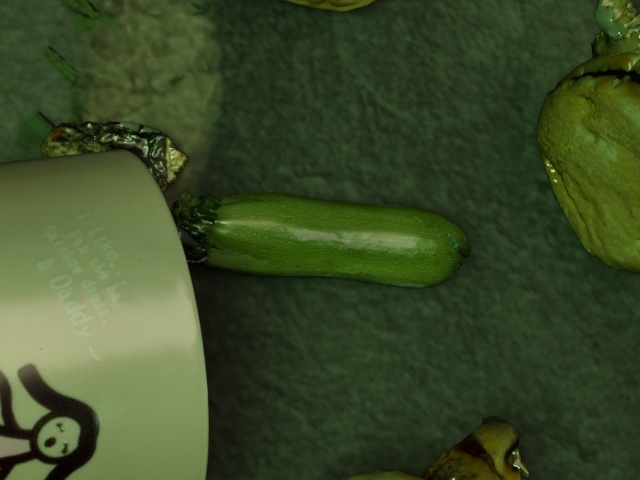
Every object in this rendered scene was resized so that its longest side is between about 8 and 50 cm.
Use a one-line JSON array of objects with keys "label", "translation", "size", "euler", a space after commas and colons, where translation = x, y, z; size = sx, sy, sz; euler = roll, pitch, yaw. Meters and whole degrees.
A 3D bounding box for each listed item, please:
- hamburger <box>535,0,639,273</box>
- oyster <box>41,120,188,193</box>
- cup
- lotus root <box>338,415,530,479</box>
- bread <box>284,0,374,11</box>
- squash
[{"label": "hamburger", "translation": [0.211, -0.073, 0.963], "size": [0.131, 0.159, 0.185], "euler": [-36, 108, -26]}, {"label": "oyster", "translation": [-0.114, -0.045, 0.887], "size": [0.083, 0.019, 0.054], "euler": [1, 70, -24]}, {"label": "cup", "translation": [-0.176, 0.093, 0.731], "size": [0.200, 0.191, 0.252], "euler": [-8, 107, -23]}, {"label": "lotus root", "translation": [-0.008, 0.211, 0.749], "size": [0.343, 0.169, 0.151], "euler": [-37, 90, -30]}, {"label": "bread", "translation": [-0.004, -0.198, 0.963], "size": [0.106, 0.082, 0.125], "euler": [20, 53, -27]}, {"label": "squash", "translation": [0.000, 0.000, 0.903], "size": [0.183, 0.052, 0.052], "euler": [3, 69, -21]}]
